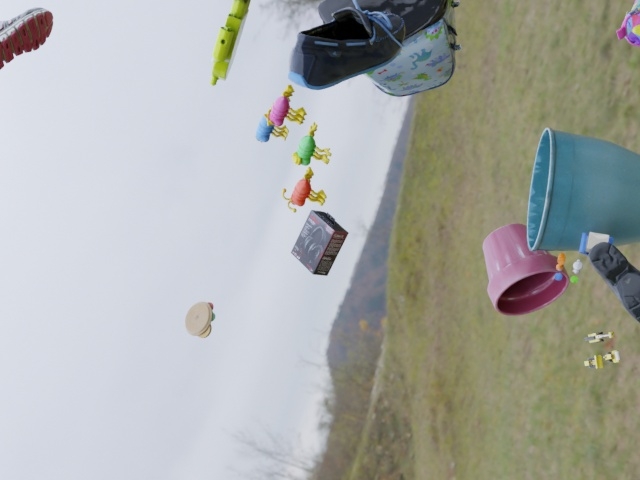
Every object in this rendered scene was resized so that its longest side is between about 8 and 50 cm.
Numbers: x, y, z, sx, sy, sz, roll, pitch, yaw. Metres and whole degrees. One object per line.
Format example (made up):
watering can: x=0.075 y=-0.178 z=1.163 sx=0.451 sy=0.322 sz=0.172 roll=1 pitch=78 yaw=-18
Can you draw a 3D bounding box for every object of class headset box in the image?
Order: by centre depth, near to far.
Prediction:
headset box: x=0.000 y=0.000 z=1.190 sx=0.032 sy=0.062 sz=0.083 roll=6 pitch=-63 yaw=-43

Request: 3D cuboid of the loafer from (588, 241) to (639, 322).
loafer: x=0.506 y=0.074 z=1.335 sx=0.062 sy=0.170 sz=0.061 roll=-36 pitch=-13 yaw=11

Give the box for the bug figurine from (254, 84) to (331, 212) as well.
bug figurine: x=-0.072 y=-0.211 z=1.827 sx=0.072 sy=0.279 sz=0.216 roll=-18 pitch=-25 yaw=-26

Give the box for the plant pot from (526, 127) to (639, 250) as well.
plant pot: x=0.600 y=-0.095 z=1.774 sx=0.271 sy=0.255 sz=0.272 roll=7 pitch=-90 yaw=-84

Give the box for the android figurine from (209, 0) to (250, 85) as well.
android figurine: x=-0.263 y=-0.577 z=2.352 sx=0.248 sy=0.056 sz=0.273 roll=-84 pitch=15 yaw=-62

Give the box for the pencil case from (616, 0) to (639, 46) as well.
pencil case: x=0.755 y=-0.539 z=1.852 sx=0.236 sy=0.104 sz=0.104 roll=-55 pitch=-14 yaw=-31

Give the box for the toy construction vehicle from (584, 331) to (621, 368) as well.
toy construction vehicle: x=0.663 y=0.260 z=1.943 sx=0.098 sy=0.035 sz=0.086 roll=-21 pitch=70 yaw=58

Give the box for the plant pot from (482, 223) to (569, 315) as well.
plant pot: x=0.505 y=0.064 z=2.081 sx=0.201 sy=0.201 sz=0.180 roll=101 pitch=158 yaw=-51

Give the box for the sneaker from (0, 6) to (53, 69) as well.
sneaker: x=-0.488 y=-0.316 z=1.253 sx=0.170 sy=0.074 sz=0.063 roll=-48 pitch=-20 yaw=-33

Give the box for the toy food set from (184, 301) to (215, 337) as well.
toy food set: x=-0.271 y=0.176 z=1.837 sx=0.020 sy=0.083 sz=0.083 roll=33 pitch=-109 yaw=-49

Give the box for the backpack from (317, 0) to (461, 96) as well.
backpack: x=0.188 y=-0.475 z=1.887 sx=0.355 sy=0.290 sz=0.273 roll=-36 pitch=-73 yaw=-77

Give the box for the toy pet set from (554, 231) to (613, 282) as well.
toy pet set: x=0.540 y=0.041 z=1.647 sx=0.065 sy=0.122 sz=0.114 roll=49 pitch=-127 yaw=-72

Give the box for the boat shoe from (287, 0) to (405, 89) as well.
boat shoe: x=0.054 y=-0.299 z=1.204 sx=0.258 sy=0.109 sz=0.089 roll=-44 pitch=-33 yaw=-46
